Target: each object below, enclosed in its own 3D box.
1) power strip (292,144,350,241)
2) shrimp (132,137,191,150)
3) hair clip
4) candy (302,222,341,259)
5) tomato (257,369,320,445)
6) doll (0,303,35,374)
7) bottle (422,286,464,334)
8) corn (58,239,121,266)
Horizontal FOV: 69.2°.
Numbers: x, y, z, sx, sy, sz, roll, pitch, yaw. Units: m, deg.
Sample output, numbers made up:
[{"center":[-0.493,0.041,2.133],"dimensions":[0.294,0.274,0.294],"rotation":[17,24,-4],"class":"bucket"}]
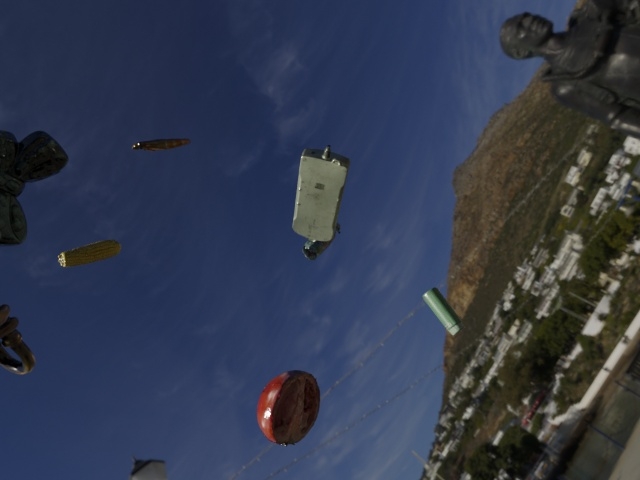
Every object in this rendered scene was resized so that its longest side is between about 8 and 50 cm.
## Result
[{"center":[-0.001,-0.078,0.799],"dimensions":[0.227,0.080,0.029],"rotation":[102,-175,-51],"class":"power strip"},{"center":[-0.353,-0.213,1.028],"dimensions":[0.127,0.091,0.025],"rotation":[-11,-73,-28],"class":"shrimp"},{"center":[-0.789,-0.145,1.146],"dimensions":[0.206,0.194,0.310],"rotation":[33,-107,-36],"class":"hair clip"},{"center":[0.000,0.000,0.970],"dimensions":[0.175,0.045,0.043],"rotation":[-45,-21,-59],"class":"candy"},{"center":[-0.088,0.394,1.120],"dimensions":[0.189,0.099,0.173],"rotation":[32,-111,-54],"class":"tomato"},{"center":[-0.822,0.205,1.041],"dimensions":[0.318,0.209,0.340],"rotation":[17,-66,-11],"class":"doll"},{"center":[0.211,0.121,0.793],"dimensions":[0.030,0.083,0.030],"rotation":[-30,-21,-13],"class":"bottle"},{"center":[-0.774,0.042,1.571],"dimensions":[0.206,0.067,0.067],"rotation":[-19,-48,-49],"class":"corn"}]
